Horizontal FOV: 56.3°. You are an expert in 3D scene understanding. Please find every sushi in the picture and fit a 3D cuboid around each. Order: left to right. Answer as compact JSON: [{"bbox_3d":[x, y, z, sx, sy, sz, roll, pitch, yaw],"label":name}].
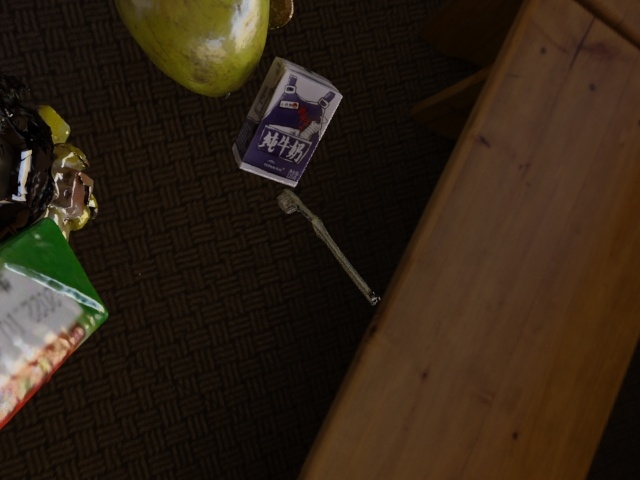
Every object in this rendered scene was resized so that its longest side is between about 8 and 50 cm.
[{"bbox_3d":[-0.561,-0.115,0.976,0.327,0.285,0.329,-37,82,11],"label":"sushi"}]

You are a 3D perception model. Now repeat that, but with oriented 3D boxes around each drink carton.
[{"bbox_3d":[-0.071,-0.238,1.211,0.134,0.102,0.222,18,115,-26],"label":"drink carton"}]

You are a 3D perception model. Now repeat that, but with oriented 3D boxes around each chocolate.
[{"bbox_3d":[-0.465,0.178,0.702,0.360,0.341,0.161,-35,104,25],"label":"chocolate"}]

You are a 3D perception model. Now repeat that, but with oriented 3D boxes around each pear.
[{"bbox_3d":[-0.222,-0.420,1.114,0.287,0.375,0.287,-6,49,7],"label":"pear"}]

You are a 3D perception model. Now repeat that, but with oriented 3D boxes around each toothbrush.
[{"bbox_3d":[0.005,-0.003,0.779,0.028,0.294,0.026,-30,127,-11],"label":"toothbrush"}]

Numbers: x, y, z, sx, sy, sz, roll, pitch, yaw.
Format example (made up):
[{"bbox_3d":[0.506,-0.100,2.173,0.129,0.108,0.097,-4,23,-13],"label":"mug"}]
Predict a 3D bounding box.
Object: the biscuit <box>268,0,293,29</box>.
[{"bbox_3d":[-0.125,-0.542,1.188,0.118,0.029,0.247,-3,128,13],"label":"biscuit"}]
